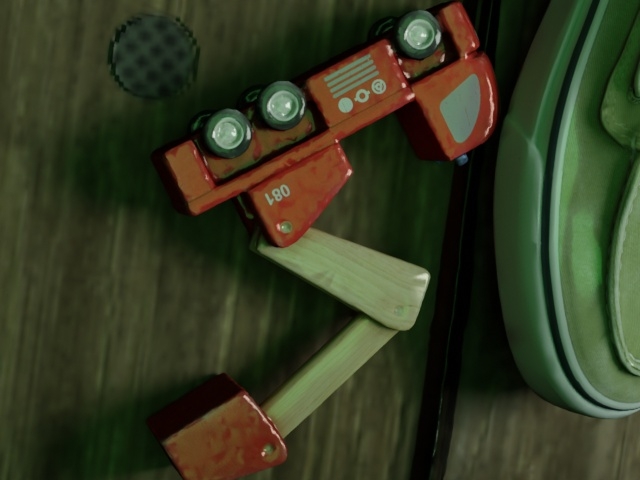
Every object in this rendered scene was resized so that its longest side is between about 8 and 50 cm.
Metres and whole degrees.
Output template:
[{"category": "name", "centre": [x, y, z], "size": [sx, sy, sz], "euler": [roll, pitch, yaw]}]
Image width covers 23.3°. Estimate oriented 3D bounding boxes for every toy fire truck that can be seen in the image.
[{"category": "toy fire truck", "centre": [0.000, 0.000, 0.630], "size": [0.192, 0.047, 0.135], "euler": [-28, 100, -10]}]

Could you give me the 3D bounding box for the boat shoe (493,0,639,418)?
[{"category": "boat shoe", "centre": [0.147, -0.074, 0.621], "size": [0.109, 0.094, 0.302], "euler": [10, 91, -34]}]
